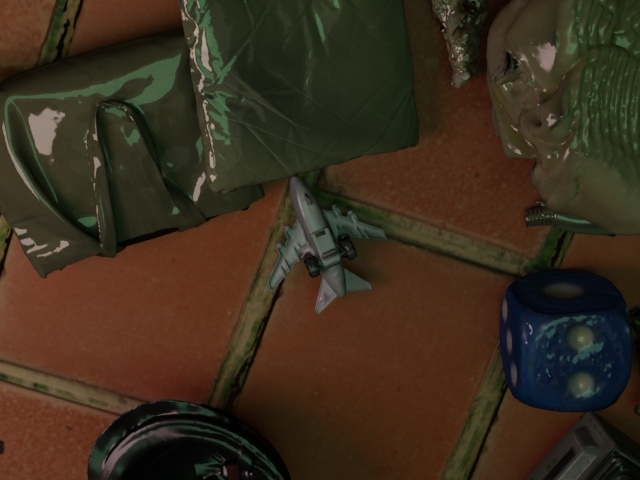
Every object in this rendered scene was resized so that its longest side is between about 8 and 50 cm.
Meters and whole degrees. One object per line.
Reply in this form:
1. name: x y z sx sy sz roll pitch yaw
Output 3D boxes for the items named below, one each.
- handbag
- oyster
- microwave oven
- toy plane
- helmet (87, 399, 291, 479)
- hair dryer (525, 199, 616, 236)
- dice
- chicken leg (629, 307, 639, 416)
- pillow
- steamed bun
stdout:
1. handbag: -0.240 -0.107 1.340 0.316 0.109 0.253 -20 112 -6
2. oyster: 0.167 -0.286 1.350 0.106 0.061 0.200 -26 108 1
3. microwave oven: 0.354 0.358 1.535 0.162 0.122 0.208 35 101 -15
4. toy plane: 0.000 0.000 1.422 0.162 0.065 0.171 -25 113 -10
5. helmet: -0.153 0.309 1.450 0.230 0.160 0.279 -38 95 8
6. hair dryer: 0.448 0.022 1.471 0.298 0.119 0.296 -23 113 18
7. dice: 0.305 0.125 1.446 0.143 0.146 0.146 -2 108 -3
8. chicken leg: 0.441 0.174 1.521 0.093 0.070 0.178 -23 101 8
9. pillow: -0.021 -0.212 1.322 0.281 0.076 0.274 -16 110 -22
10. steamed bun: 0.308 -0.176 1.327 0.275 0.206 0.320 16 83 -27
